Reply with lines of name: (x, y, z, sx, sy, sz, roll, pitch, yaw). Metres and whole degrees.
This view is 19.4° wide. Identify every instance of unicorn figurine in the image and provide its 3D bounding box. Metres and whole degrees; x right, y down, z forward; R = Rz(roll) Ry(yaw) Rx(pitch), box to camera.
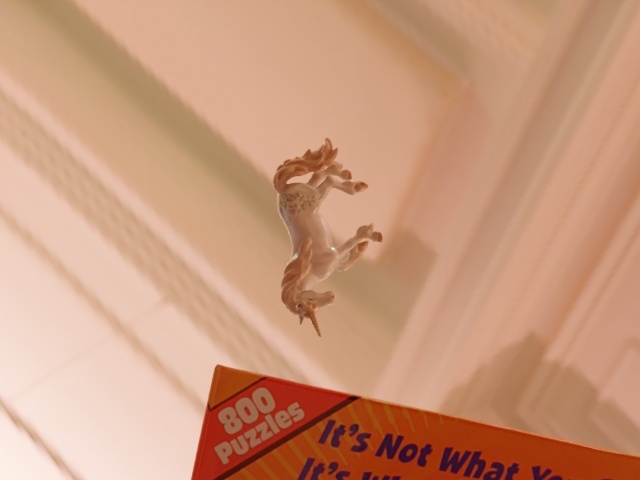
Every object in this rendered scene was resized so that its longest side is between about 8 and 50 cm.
unicorn figurine: (0.000, 0.000, 1.661, 0.162, 0.111, 0.060, 65, -27, 6)

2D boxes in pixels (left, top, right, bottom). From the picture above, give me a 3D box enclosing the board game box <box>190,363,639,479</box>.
board game box: (0.076, 0.300, 1.191, 0.356, 0.357, 0.356, 12, -8, 2)
